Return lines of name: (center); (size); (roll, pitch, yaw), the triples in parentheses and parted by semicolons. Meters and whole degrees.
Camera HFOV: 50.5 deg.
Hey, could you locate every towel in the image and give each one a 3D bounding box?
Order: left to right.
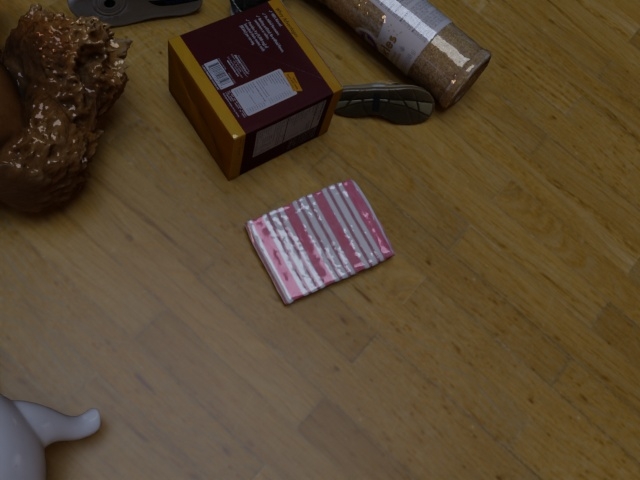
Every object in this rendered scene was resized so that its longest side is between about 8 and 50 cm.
towel: (0.000, 0.000, 1.037); (0.197, 0.029, 0.144); (-24, 75, -17)

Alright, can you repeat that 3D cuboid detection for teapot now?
teapot: (-0.407, 0.295, 0.750); (0.256, 0.187, 0.252); (-12, 49, 11)

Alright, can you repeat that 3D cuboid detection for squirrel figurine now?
squirrel figurine: (-0.476, -0.238, 0.938); (0.397, 0.281, 0.370); (10, 55, -23)

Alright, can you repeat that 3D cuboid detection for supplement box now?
supplement box: (-0.105, -0.236, 1.053); (0.194, 0.129, 0.191); (-29, 76, -21)

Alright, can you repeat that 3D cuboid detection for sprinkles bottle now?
sprinkles bottle: (0.122, -0.383, 1.165); (0.355, 0.121, 0.121); (42, 66, 6)

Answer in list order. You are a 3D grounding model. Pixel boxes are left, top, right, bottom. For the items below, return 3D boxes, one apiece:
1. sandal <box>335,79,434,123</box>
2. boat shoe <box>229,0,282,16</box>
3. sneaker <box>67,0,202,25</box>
sandal: (0.104, -0.240, 1.141); (0.180, 0.072, 0.049); (3, 46, -7)
boat shoe: (-0.080, -0.506, 1.189); (0.114, 0.091, 0.302); (13, 66, -7)
sneaker: (-0.314, -0.427, 1.121); (0.217, 0.079, 0.121); (-12, 68, -25)
